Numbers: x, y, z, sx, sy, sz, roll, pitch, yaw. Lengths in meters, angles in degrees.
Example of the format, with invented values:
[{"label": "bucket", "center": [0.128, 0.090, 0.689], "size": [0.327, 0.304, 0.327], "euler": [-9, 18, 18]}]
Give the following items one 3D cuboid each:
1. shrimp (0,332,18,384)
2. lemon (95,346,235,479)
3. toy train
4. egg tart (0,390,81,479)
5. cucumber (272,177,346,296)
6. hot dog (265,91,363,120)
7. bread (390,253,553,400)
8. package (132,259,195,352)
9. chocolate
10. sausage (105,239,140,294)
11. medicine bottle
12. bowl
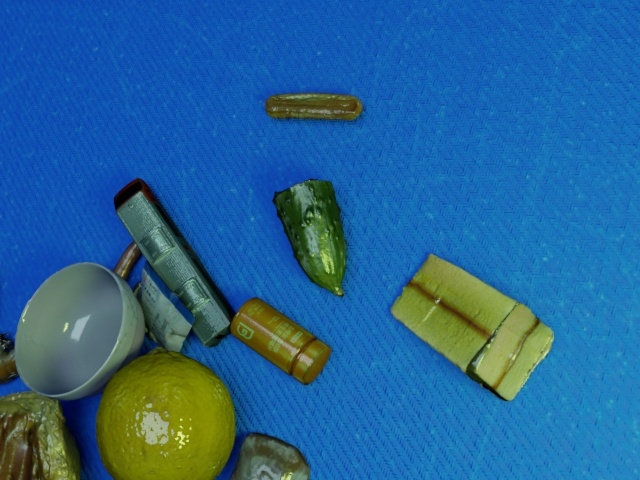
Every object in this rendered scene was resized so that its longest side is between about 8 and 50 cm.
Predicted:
[{"label": "shrimp", "center": [-0.718, 0.179, 1.881], "size": [0.222, 0.054, 0.290], "euler": [-7, 79, 15]}, {"label": "lemon", "center": [-0.298, 0.357, 1.618], "size": [0.293, 0.293, 0.293], "euler": [-3, 77, 15]}, {"label": "toy train", "center": [-0.316, 0.037, 1.770], "size": [0.086, 0.089, 0.409], "euler": [-37, 76, 5]}, {"label": "egg tart", "center": [-0.629, 0.501, 1.734], "size": [0.339, 0.153, 0.351], "euler": [-25, 73, 9]}, {"label": "cucumber", "center": [-0.003, 0.001, 1.696], "size": [0.134, 0.134, 0.244], "euler": [-22, 77, 10]}, {"label": "hot dog", "center": [-0.013, -0.286, 1.797], "size": [0.215, 0.047, 0.066], "euler": [2, 64, 16]}, {"label": "bread", "center": [0.291, 0.161, 1.618], "size": [0.168, 0.163, 0.264], "euler": [-53, 39, 0]}, {"label": "package", "center": [-0.335, 0.152, 1.750], "size": [0.171, 0.027, 0.173], "euler": [48, 132, 19]}, {"label": "chocolate", "center": [-0.127, 0.510, 1.632], "size": [0.157, 0.080, 0.254], "euler": [19, 83, 18]}, {"label": "sausage", "center": [-0.430, 0.052, 1.841], "size": [0.042, 0.036, 0.158], "euler": [28, 86, 7]}, {"label": "medicine bottle", "center": [-0.081, 0.200, 1.681], "size": [0.192, 0.096, 0.096], "euler": [33, 88, 20]}, {"label": "bowl", "center": [-0.480, 0.200, 1.744], "size": [0.287, 0.144, 0.287], "euler": [-11, 63, 23]}]
